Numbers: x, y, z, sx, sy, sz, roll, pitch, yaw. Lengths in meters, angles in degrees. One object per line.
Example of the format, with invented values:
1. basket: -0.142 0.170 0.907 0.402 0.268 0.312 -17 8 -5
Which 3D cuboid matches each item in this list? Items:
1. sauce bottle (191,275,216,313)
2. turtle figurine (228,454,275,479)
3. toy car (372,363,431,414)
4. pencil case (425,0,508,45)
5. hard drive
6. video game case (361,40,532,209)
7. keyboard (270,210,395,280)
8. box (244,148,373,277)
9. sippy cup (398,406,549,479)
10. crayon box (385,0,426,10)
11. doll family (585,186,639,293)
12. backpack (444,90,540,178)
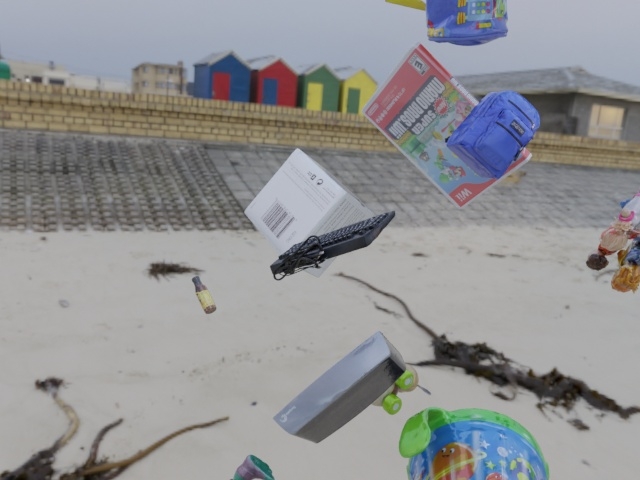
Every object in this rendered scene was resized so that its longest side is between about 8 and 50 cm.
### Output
1. sauce bottle: -0.369 0.170 1.798 0.042 0.042 0.128 -5 53 -43
2. turtle figurine: -0.170 0.450 0.885 0.118 0.234 0.175 39 7 -28
3. toy car: 0.223 0.407 1.628 0.188 0.149 0.155 22 4 -39
4. pencil case: 0.209 -0.447 0.846 0.119 0.306 0.133 -19 21 -38
5. hard drive: 0.048 0.290 1.095 0.054 0.254 0.172 51 0 34
6. video game case: 0.225 -0.205 1.075 0.025 0.285 0.204 -46 1 -33
7. keyboard: 0.000 0.000 0.732 0.192 0.038 0.100 -20 20 46
8. box: -0.026 -0.056 1.170 0.181 0.182 0.119 46 9 38
9. sippy cup: 0.249 0.425 0.898 0.305 0.240 0.224 17 21 6
10. crayon box: 0.236 -0.586 1.040 0.202 0.319 0.081 27 41 27
11. doll family: 0.518 0.006 0.924 0.118 0.163 0.263 32 -2 22
12. backpack: 0.274 -0.163 0.868 0.098 0.120 0.101 39 -2 -19
